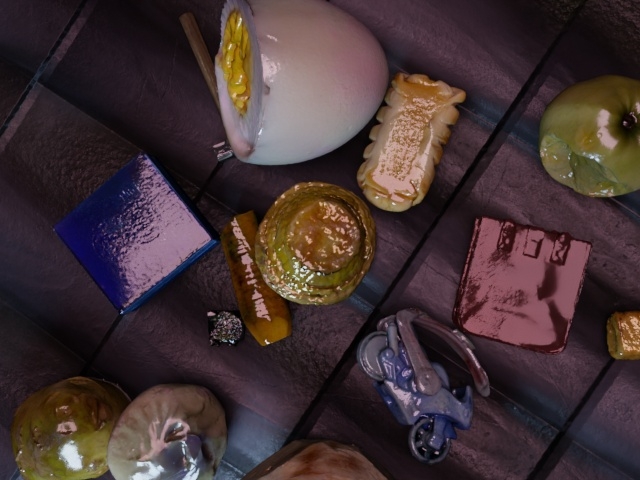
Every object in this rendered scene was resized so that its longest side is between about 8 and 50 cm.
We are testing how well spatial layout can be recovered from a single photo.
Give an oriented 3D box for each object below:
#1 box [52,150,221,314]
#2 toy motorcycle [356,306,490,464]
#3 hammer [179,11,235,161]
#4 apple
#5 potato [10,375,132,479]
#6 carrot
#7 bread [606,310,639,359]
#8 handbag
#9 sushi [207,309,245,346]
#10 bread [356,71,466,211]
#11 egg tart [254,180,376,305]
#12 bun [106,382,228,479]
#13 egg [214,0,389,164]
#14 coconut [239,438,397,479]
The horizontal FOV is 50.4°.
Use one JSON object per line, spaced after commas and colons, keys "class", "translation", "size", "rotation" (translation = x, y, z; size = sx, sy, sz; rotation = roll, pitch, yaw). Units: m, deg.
{"class": "box", "translation": [-0.422, -0.016, 1.579], "size": [0.279, 0.116, 0.261], "rotation": [-39, 86, 1]}
{"class": "toy motorcycle", "translation": [0.237, 0.298, 1.479], "size": [0.241, 0.182, 0.319], "rotation": [-32, 85, 4]}
{"class": "hammer", "translation": [-0.253, -0.368, 1.608], "size": [0.111, 0.043, 0.365], "rotation": [-23, 85, 6]}
{"class": "apple", "translation": [0.602, -0.220, 1.430], "size": [0.280, 0.279, 0.278], "rotation": [0, 89, 5]}
{"class": "potato", "translation": [-0.592, 0.444, 1.547], "size": [0.300, 0.196, 0.246], "rotation": [-31, 85, 6]}
{"class": "carrot", "translation": [-0.151, 0.087, 1.551], "size": [0.114, 0.114, 0.301], "rotation": [-20, 85, 4]}
{"class": "bread", "translation": [0.738, 0.203, 1.486], "size": [0.211, 0.083, 0.113], "rotation": [-2, 84, 5]}
{"class": "handbag", "translation": [0.444, 0.097, 1.515], "size": [0.260, 0.084, 0.275], "rotation": [12, 90, 6]}
{"class": "sushi", "translation": [-0.218, 0.205, 1.586], "size": [0.083, 0.056, 0.084], "rotation": [-2, 88, -2]}
{"class": "bread", "translation": [0.192, -0.215, 1.521], "size": [0.173, 0.121, 0.311], "rotation": [23, 91, 8]}
{"class": "egg tart", "translation": [0.000, 0.000, 1.501], "size": [0.294, 0.123, 0.293], "rotation": [3, 78, -14]}
{"class": "bun", "translation": [-0.326, 0.445, 1.503], "size": [0.273, 0.168, 0.272], "rotation": [-1, 93, -24]}
{"class": "egg", "translation": [-0.021, -0.343, 1.449], "size": [0.340, 0.354, 0.354], "rotation": [-7, 88, -22]}
{"class": "coconut", "translation": [-0.002, 0.584, 1.398], "size": [0.416, 0.415, 0.344], "rotation": [13, 69, 5]}
